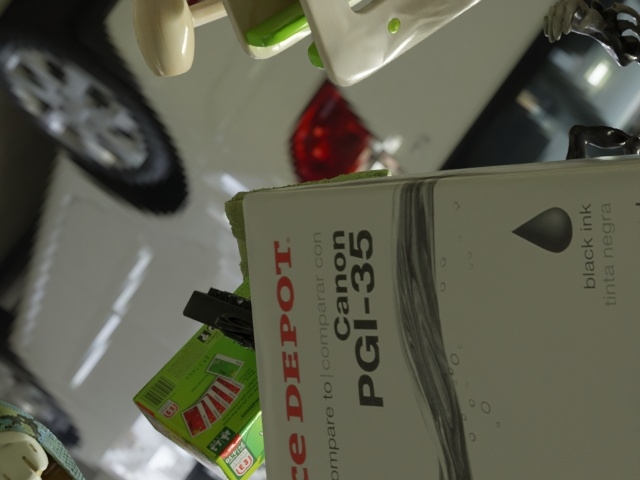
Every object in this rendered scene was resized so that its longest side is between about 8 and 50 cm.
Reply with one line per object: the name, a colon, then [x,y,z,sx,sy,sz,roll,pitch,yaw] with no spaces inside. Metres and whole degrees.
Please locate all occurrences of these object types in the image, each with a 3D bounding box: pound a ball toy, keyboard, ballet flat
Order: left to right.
ballet flat: [-0.204,0.190,1.409,0.070,0.188,0.070,-45,-175,4]
keyboard: [-0.002,0.057,1.057,0.108,0.180,0.023,10,95,-45]
pound a ball toy: [0.018,-0.240,1.440,0.319,0.135,0.208,-34,-148,-23]

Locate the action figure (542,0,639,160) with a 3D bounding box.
action figure: [0.246,-0.113,1.373,0.164,0.141,0.275,20,-105,49]

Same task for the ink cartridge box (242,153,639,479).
ink cartridge box: [0.101,0.072,0.736,0.117,0.207,0.283,-6,-178,-38]

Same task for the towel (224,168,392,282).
towel: [0.000,0.000,1.579,0.148,0.110,0.027,-9,-163,10]

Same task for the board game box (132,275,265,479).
board game box: [-0.034,0.076,1.311,0.181,0.092,0.043,-47,140,-15]
